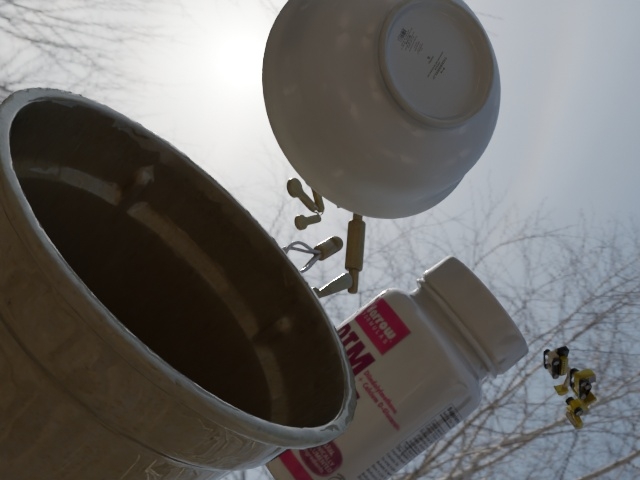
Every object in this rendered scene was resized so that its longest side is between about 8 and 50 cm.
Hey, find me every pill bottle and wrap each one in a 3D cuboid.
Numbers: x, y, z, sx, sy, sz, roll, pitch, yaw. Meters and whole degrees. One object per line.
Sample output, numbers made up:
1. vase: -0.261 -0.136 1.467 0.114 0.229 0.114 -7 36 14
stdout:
1. pill bottle: 0.069 0.153 0.833 0.283 0.160 0.160 -38 -127 -2

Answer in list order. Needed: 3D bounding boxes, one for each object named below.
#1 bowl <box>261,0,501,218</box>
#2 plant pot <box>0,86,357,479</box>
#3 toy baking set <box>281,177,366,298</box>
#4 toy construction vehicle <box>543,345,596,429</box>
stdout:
1. bowl: 0.095 -0.179 0.858 0.134 0.298 0.297 -14 -104 62
2. plant pot: -0.197 0.107 0.607 0.305 0.334 0.334 -43 -125 14
3. toy baking set: 0.004 0.001 1.190 0.030 0.197 0.256 -12 -112 38
4. toy construction vehicle: 0.309 0.174 0.947 0.086 0.035 0.098 -120 -167 -54
